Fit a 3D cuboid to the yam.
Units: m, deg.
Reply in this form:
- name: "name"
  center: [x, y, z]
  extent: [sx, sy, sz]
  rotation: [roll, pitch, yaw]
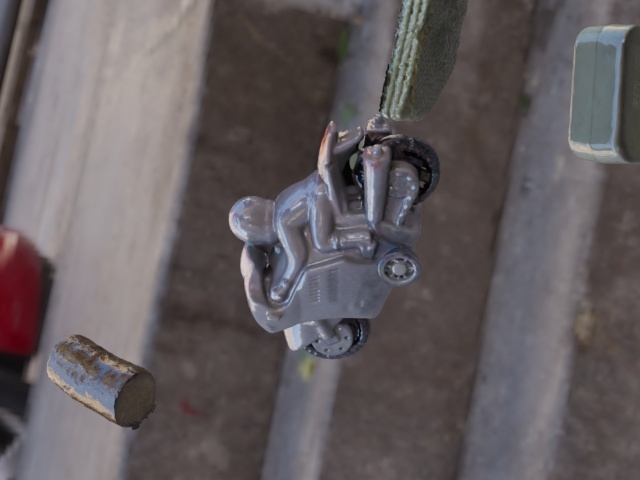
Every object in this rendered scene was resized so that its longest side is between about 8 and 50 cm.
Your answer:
- name: "yam"
  center: [-0.272, 0.175, 2.037]
  extent: [0.127, 0.084, 0.084]
  rotation: [28, 110, 32]

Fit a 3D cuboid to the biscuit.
- name: "biscuit"
  center: [0.137, -0.268, 1.973]
  extent: [0.150, 0.052, 0.252]
  rotation: [-7, -68, -67]

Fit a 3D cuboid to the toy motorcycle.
- name: "toy motorcycle"
  center: [0.000, 0.000, 1.460]
  extent: [0.110, 0.171, 0.260]
  rotation: [-88, 17, -53]

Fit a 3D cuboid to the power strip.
- name: "power strip"
  center: [0.292, -0.096, 1.127]
  extent: [0.053, 0.288, 0.093]
  rotation: [8, 97, 55]
